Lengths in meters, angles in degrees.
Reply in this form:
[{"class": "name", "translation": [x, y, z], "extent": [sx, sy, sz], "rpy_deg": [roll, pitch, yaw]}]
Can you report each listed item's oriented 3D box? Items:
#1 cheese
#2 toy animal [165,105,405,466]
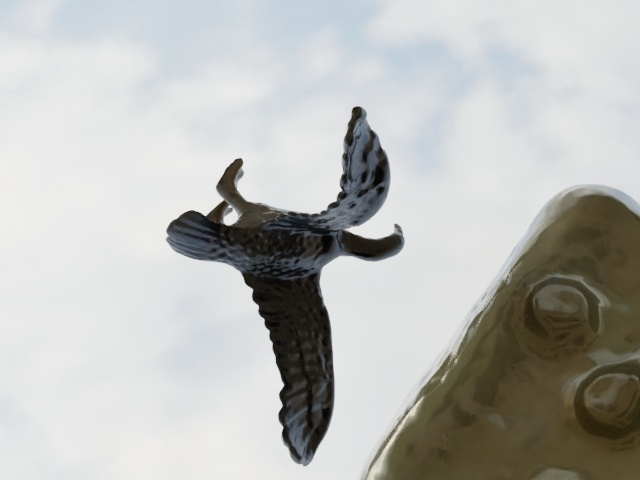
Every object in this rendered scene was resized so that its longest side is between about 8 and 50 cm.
[{"class": "cheese", "translation": [0.199, 0.178, 1.157], "extent": [0.351, 0.328, 0.129], "rpy_deg": [41, -160, -8]}, {"class": "toy animal", "translation": [-0.011, -0.008, 1.294], "extent": [0.160, 0.272, 0.197], "rpy_deg": [25, -152, 13]}]
